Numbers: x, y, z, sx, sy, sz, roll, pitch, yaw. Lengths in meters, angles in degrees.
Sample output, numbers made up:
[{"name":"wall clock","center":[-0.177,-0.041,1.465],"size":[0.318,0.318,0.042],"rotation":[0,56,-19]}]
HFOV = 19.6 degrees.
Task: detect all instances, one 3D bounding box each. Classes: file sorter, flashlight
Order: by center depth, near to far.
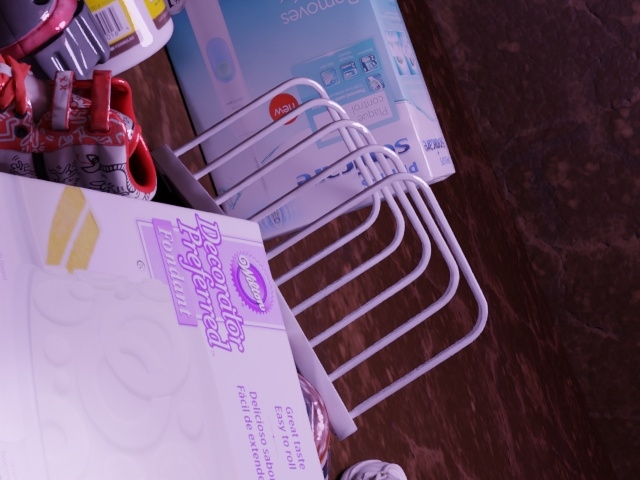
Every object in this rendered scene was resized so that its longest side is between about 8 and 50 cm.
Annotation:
[{"name":"flashlight","center":[-0.266,-0.233,1.323],"size":[0.103,0.103,0.304],"rotation":[-55,128,-36]},{"name":"file sorter","center":[0.000,0.000,1.621],"size":[0.193,0.173,0.277],"rotation":[61,-6,-29]}]

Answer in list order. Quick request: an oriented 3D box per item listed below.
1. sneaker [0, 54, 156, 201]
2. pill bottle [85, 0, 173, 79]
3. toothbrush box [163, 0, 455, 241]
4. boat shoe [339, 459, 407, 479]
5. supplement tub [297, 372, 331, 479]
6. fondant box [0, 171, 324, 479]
[{"name":"sneaker","center":[-0.215,-0.103,1.247],"size":[0.090,0.145,0.270],"rotation":[-92,157,-46]},{"name":"pill bottle","center":[-0.210,-0.236,1.474],"size":[0.117,0.117,0.215],"rotation":[-71,140,-66]},{"name":"toothbrush box","center":[-0.020,-0.165,1.851],"size":[0.126,0.216,0.295],"rotation":[-22,94,-74]},{"name":"boat shoe","center":[0.067,0.280,1.832],"size":[0.277,0.096,0.098],"rotation":[-47,116,-73]},{"name":"supplement tub","center":[-0.043,0.162,1.486],"size":[0.198,0.106,0.106],"rotation":[89,-13,-72]},{"name":"fondant box","center":[-0.143,0.091,1.209],"size":[0.330,0.096,0.238],"rotation":[12,59,-56]}]
